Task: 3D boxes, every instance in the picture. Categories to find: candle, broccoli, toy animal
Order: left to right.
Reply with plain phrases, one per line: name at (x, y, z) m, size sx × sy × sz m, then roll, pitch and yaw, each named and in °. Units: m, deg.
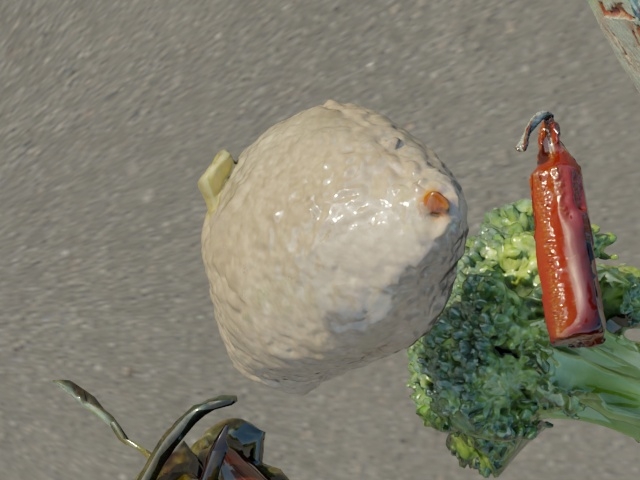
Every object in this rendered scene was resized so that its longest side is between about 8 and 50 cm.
toy animal at (0.004, -0.003, 1.508) m, size 0.188 × 0.358 × 0.226 m, roll -3°, pitch 74°, yaw -35°
broccoli at (0.231, 0.113, 1.887) m, size 0.318 × 0.338 × 0.277 m, roll 24°, pitch 74°, yaw -15°
candle at (0.156, -0.008, 1.182) m, size 0.048 × 0.053 × 0.162 m, roll -2°, pitch 76°, yaw -15°

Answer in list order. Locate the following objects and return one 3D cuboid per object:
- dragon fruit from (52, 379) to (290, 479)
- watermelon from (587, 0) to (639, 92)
dragon fruit at (-0.016, 0.175, 0.451) m, size 0.234 × 0.234 × 0.293 m, roll -11°, pitch 82°, yaw -17°
watermelon at (0.400, -0.206, 1.773) m, size 0.262 × 0.213 × 0.201 m, roll -7°, pitch 96°, yaw -6°
